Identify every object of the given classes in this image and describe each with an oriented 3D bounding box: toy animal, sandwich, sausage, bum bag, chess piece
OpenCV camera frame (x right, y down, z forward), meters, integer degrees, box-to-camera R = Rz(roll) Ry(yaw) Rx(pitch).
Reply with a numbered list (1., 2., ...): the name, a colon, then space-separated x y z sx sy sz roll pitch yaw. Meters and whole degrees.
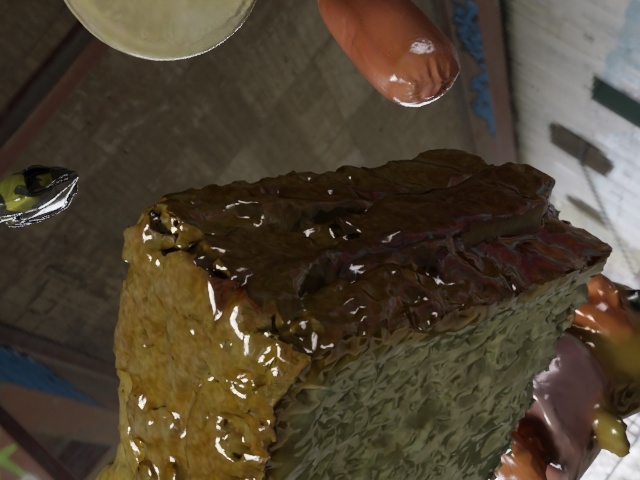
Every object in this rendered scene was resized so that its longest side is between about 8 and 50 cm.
1. toy animal: 0.244 0.136 0.938 0.281 0.195 0.169 -43 -48 -24
2. sandwich: -0.002 0.113 0.549 0.262 0.131 0.325 -15 -46 -44
3. sausage: 0.055 -0.180 0.833 0.077 0.194 0.077 -14 -48 -17
4. bum bag: -0.325 -0.050 1.086 0.107 0.060 0.232 -26 9 -16
5. chess piece: -0.158 -0.250 0.802 0.167 0.300 0.167 -6 -71 -18
